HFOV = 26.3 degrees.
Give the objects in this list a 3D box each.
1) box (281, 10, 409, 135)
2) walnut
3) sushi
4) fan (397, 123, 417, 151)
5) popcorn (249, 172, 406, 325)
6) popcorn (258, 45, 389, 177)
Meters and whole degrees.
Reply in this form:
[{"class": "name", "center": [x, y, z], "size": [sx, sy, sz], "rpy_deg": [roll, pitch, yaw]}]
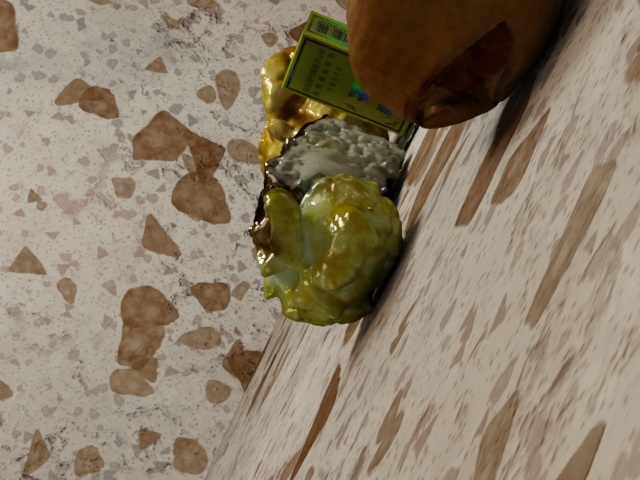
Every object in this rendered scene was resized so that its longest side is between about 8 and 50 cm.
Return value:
[{"class": "box", "center": [0.061, -0.268, 2.209], "size": [0.141, 0.220, 0.064], "rpy_deg": [115, 176, -51]}, {"class": "walnut", "center": [0.120, -0.219, 1.266], "size": [0.298, 0.203, 0.203], "rpy_deg": [114, 180, -62]}, {"class": "sushi", "center": [0.015, -0.051, 2.006], "size": [0.343, 0.196, 0.182], "rpy_deg": [-59, -22, -62]}, {"class": "fan", "center": [0.158, -0.206, 2.226], "size": [0.294, 0.012, 0.223], "rpy_deg": [135, 160, -84]}, {"class": "popcorn", "center": [0.000, 0.000, 1.593], "size": [0.198, 0.212, 0.198], "rpy_deg": [-26, 55, 45]}, {"class": "popcorn", "center": [-0.008, -0.185, 2.450], "size": [0.225, 0.332, 0.265], "rpy_deg": [-33, 27, -15]}]
